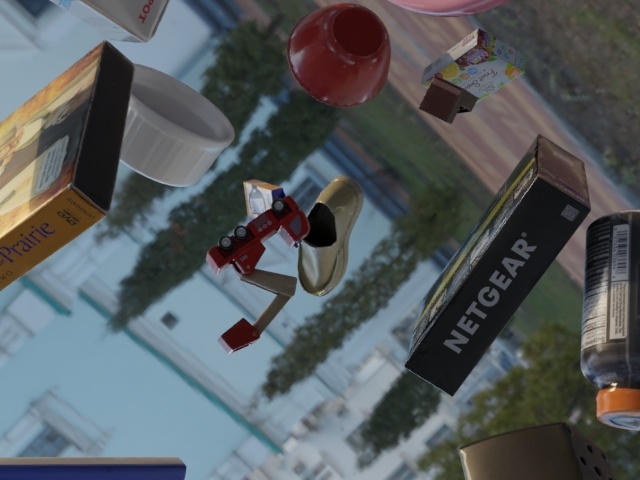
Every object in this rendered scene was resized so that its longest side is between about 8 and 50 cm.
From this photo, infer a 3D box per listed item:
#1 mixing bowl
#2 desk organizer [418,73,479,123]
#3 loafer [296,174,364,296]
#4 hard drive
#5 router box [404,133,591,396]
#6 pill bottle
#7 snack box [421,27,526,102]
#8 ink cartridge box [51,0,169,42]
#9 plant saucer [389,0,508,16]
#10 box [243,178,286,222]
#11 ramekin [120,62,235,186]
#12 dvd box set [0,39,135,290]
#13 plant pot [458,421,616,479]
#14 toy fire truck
[{"bbox_3d":[0.045,-0.321,1.726,0.181,0.181,0.098,44,155,-1],"label":"mixing bowl"},{"bbox_3d":[0.178,-0.190,1.453,0.047,0.050,0.130,29,-170,15],"label":"desk organizer"},{"bbox_3d":[0.000,0.000,1.968,0.102,0.268,0.092,34,-141,27],"label":"loafer"},{"bbox_3d":[-0.352,0.399,1.443,0.319,0.210,0.040,10,-169,-40],"label":"hard drive"},{"bbox_3d":[0.236,0.026,1.401,0.081,0.308,0.243,32,-158,0],"label":"router box"},{"bbox_3d":[0.378,0.098,1.252,0.131,0.245,0.130,7,158,3],"label":"pill bottle"},{"bbox_3d":[0.244,-0.272,1.683,0.100,0.037,0.141,22,150,-25],"label":"snack box"},{"bbox_3d":[-0.386,-0.498,1.742,0.131,0.226,0.306,16,168,44],"label":"ink cartridge box"},{"bbox_3d":[0.164,-0.383,1.051,0.084,0.332,0.332,7,-150,-45],"label":"plant saucer"},{"bbox_3d":[-0.097,-0.062,1.902,0.136,0.028,0.081,22,122,61],"label":"box"},{"bbox_3d":[-0.327,-0.231,2.150,0.277,0.135,0.277,30,-160,-12],"label":"ramekin"},{"bbox_3d":[-0.414,-0.043,1.322,0.062,0.420,0.307,42,-151,-32],"label":"dvd box set"},{"bbox_3d":[0.339,0.377,1.548,0.187,0.167,0.188,37,-150,-33],"label":"plant pot"},{"bbox_3d":[-0.077,0.044,1.374,0.135,0.192,0.047,53,163,5],"label":"toy fire truck"}]
